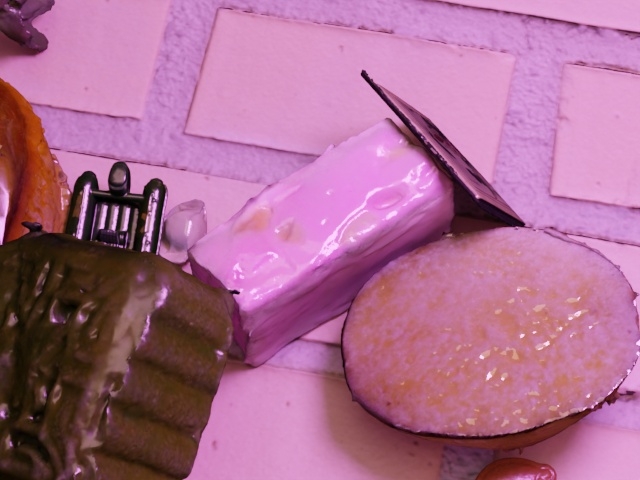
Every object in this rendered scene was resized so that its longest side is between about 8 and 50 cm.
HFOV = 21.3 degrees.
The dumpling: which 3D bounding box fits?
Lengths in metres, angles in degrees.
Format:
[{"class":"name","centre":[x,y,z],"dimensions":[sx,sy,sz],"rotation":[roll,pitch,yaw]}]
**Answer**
[{"class":"dumpling","centre":[-0.152,-0.010,1.815],"dimensions":[0.059,0.043,0.077],"rotation":[1,78,20]}]

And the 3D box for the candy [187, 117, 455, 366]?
[{"class":"candy","centre":[0.000,0.000,1.743],"dimensions":[0.265,0.155,0.116],"rotation":[-32,71,-13]}]

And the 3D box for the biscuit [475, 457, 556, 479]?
[{"class":"biscuit","centre":[0.196,0.277,1.677],"dimensions":[0.102,0.019,0.130],"rotation":[-6,64,-1]}]

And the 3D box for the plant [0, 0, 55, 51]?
[{"class":"plant","centre":[-0.399,-0.263,1.889],"dimensions":[0.203,0.142,0.131],"rotation":[7,55,-9]}]

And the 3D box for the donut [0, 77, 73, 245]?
[{"class":"donut","centre":[-0.424,-0.044,1.769],"dimensions":[0.330,0.160,0.330],"rotation":[0,63,0]}]

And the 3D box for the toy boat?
[{"class":"toy boat","centre":[-0.223,0.020,1.789],"dimensions":[0.104,0.052,0.210],"rotation":[8,72,2]}]

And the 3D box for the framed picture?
[{"class":"framed picture","centre":[0.137,-0.086,1.771],"dimensions":[0.010,0.195,0.199],"rotation":[-45,68,11]}]

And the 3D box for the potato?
[{"class":"potato","centre":[0.174,0.107,1.711],"dimensions":[0.299,0.116,0.239],"rotation":[-10,62,6]}]

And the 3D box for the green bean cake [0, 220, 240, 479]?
[{"class":"green bean cake","centre":[-0.227,0.126,1.609],"dimensions":[0.250,0.156,0.247],"rotation":[10,76,44]}]
